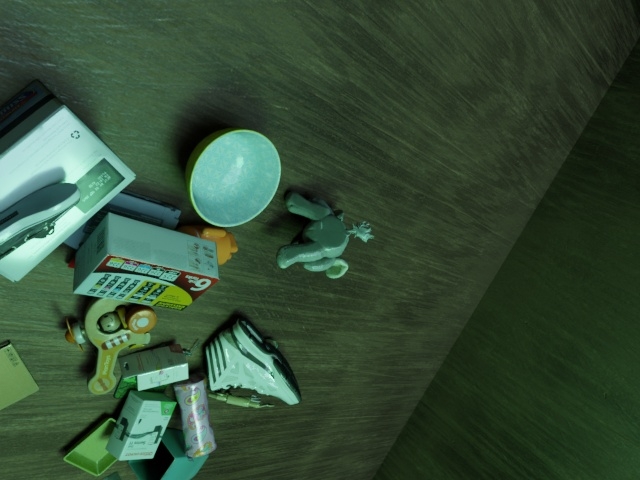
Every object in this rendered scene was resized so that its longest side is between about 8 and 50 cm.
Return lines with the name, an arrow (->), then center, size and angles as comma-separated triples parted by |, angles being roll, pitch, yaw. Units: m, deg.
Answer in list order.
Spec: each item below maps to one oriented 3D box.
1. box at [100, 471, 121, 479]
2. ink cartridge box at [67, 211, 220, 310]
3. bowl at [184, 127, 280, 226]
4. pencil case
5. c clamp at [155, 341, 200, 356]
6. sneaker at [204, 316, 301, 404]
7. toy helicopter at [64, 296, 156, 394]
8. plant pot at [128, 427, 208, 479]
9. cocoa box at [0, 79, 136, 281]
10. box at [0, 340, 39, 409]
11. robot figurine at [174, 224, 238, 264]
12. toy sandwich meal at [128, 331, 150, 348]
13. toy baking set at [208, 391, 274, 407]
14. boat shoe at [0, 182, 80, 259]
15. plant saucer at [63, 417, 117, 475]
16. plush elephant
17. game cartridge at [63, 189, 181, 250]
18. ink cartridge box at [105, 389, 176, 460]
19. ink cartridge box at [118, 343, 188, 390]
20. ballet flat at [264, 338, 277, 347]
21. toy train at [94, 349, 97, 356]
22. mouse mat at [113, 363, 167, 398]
box -> -0.805, 0.979, 1.876 | 0.183, 0.056, 0.230 | -19, 129, -32
ink cartridge box -> -0.476, 0.085, 1.377 | 0.310, 0.129, 0.272 | 18, 137, -40
bowl -> -0.274, -0.201, 1.477 | 0.290, 0.156, 0.289 | -23, 131, -29
pencil case -> -0.450, 0.626, 1.833 | 0.124, 0.124, 0.283 | -11, 96, -38
c clamp -> -0.512, 0.390, 1.767 | 0.161, 0.022, 0.137 | 25, 100, -48
sneaker -> -0.273, 0.506, 1.942 | 0.258, 0.169, 0.447 | -33, 117, 3
toy helicopter -> -0.638, 0.306, 1.506 | 0.235, 0.140, 0.354 | 3, 114, -37
plant pot -> -0.548, 0.818, 1.929 | 0.165, 0.166, 0.234 | -56, 146, 3
cocoa box -> -0.642, -0.136, 1.125 | 0.347, 0.228, 0.231 | -45, 138, -10
box -> -0.896, 0.385, 1.408 | 0.165, 0.021, 0.201 | -27, 133, -27
robot figurine -> -0.364, 0.018, 1.568 | 0.220, 0.158, 0.128 | 2, 94, -44
toy sandwich meal -> -0.585, 0.315, 1.641 | 0.086, 0.029, 0.085 | -23, 131, -30
toy baking set -> -0.299, 0.606, 1.975 | 0.197, 0.257, 0.030 | 126, -23, -80
boat shoe -> -0.576, -0.030, 1.026 | 0.229, 0.080, 0.076 | -37, 142, -16
plant saucer -> -0.741, 0.690, 1.744 | 0.188, 0.045, 0.188 | -41, 137, -14
plush elephant -> 0.000, 0.000, 1.831 | 0.331, 0.271, 0.255 | 3, 160, -10
game cartridge -> -0.551, -0.040, 1.411 | 0.297, 0.062, 0.198 | 20, 107, -48
ink cartridge box -> -0.606, 0.626, 1.741 | 0.153, 0.087, 0.208 | 30, 81, -55
ink cartridge box -> -0.540, 0.412, 1.661 | 0.198, 0.115, 0.067 | -8, 118, -25
ballet flat -> -0.251, 0.476, 2.050 | 0.067, 0.073, 0.206 | 30, 93, -23
toy train -> -0.663, 0.328, 1.589 | 0.083, 0.017, 0.023 | -39, 127, -16
mouse mat -> -0.597, 0.473, 1.759 | 0.190, 0.007, 0.152 | 11, 109, -47
